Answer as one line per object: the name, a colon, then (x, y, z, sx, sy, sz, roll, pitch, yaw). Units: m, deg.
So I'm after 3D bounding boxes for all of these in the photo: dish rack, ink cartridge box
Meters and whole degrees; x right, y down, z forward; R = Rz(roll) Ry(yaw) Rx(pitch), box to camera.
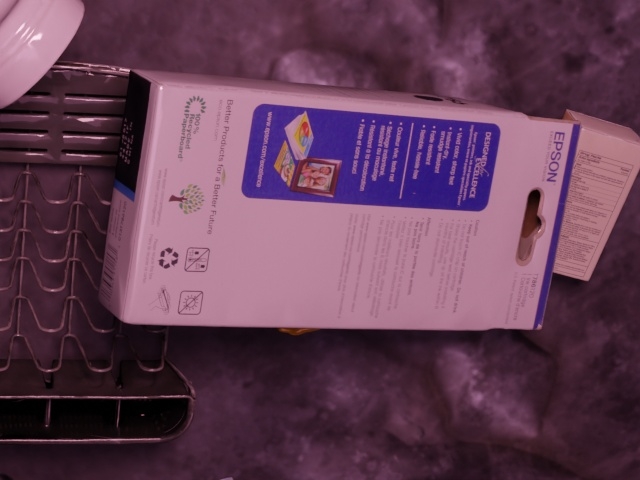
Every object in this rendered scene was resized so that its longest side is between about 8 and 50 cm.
dish rack: (-0.187, 0.009, 1.220, 0.208, 0.074, 0.272, 1, 115, -13)
ink cartridge box: (0.018, -0.023, 1.213, 0.332, 0.065, 0.165, 4, 103, -27)

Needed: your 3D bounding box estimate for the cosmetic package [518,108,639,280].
cosmetic package: (0.191, -0.033, 1.297, 0.060, 0.041, 0.115, 16, 111, -18)

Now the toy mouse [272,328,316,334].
toy mouse: (0.000, 0.000, 1.276, 0.161, 0.031, 0.143, 13, 105, -21)

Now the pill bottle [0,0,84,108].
pill bottle: (-0.270, -0.197, 1.062, 0.146, 0.146, 0.264, -43, 117, 10)

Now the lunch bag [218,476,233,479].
lunch bag: (-0.095, 0.229, 1.345, 0.083, 0.071, 0.053, -22, 119, 0)
